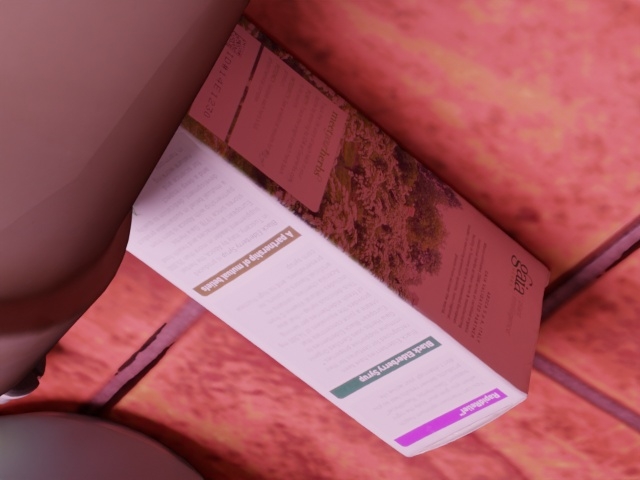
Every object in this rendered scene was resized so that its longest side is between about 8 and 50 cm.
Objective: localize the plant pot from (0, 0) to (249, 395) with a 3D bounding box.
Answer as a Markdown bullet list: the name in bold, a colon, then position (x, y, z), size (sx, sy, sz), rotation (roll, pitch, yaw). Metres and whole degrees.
- **plant pot**: position (-0.148, -0.139, 0.687), size (0.323, 0.323, 0.280), rotation (37, 118, -20)

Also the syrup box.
- **syrup box**: position (0.000, 0.000, 0.905), size (0.237, 0.093, 0.096), rotation (39, 134, -22)

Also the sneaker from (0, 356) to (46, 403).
- **sneaker**: position (-0.270, 0.046, 1.054), size (0.208, 0.081, 0.094), rotation (38, 136, -21)

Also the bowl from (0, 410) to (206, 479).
- **bowl**: position (-0.168, 0.226, 1.149), size (0.311, 0.163, 0.311), rotation (9, 137, 8)
